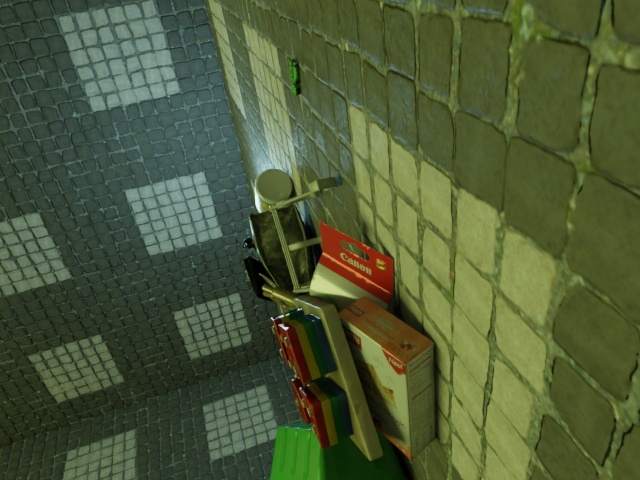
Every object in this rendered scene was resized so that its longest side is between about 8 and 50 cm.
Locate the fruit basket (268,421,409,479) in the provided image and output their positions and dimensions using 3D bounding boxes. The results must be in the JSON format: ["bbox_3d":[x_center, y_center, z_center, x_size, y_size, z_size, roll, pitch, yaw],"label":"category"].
[{"bbox_3d":[0.053,0.628,1.202,0.392,0.283,0.392,180,90,-65],"label":"fruit basket"}]

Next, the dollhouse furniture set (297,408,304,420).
[{"bbox_3d":[0.055,0.671,1.827,0.242,0.161,0.212,46,160,18],"label":"dollhouse furniture set"}]

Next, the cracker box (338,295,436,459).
[{"bbox_3d":[0.110,0.227,0.820,0.156,0.067,0.232,31,139,46],"label":"cracker box"}]

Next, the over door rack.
[{"bbox_3d":[0.000,0.000,1.124,0.324,0.108,0.239,-13,95,66],"label":"over door rack"}]

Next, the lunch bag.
[{"bbox_3d":[-0.098,0.069,1.475,0.235,0.169,0.287,82,170,-75],"label":"lunch bag"}]

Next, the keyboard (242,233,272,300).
[{"bbox_3d":[-0.194,0.092,1.556,0.317,0.033,0.201,65,-170,-79],"label":"keyboard"}]

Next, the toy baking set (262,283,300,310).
[{"bbox_3d":[-0.036,0.181,1.307,0.256,0.030,0.197,17,163,35],"label":"toy baking set"}]

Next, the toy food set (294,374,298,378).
[{"bbox_3d":[-0.044,0.505,1.988,0.232,0.111,0.104,-51,-49,-64],"label":"toy food set"}]

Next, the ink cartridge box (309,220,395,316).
[{"bbox_3d":[0.053,0.096,0.904,0.181,0.056,0.224,29,142,38],"label":"ink cartridge box"}]

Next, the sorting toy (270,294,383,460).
[{"bbox_3d":[-0.008,0.240,0.893,0.257,0.089,0.255,170,82,-76],"label":"sorting toy"}]

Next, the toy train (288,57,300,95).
[{"bbox_3d":[-0.054,-0.352,1.072,0.023,0.017,0.083,53,159,37],"label":"toy train"}]

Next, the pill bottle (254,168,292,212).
[{"bbox_3d":[-0.154,-0.142,1.621,0.208,0.118,0.117,111,142,-72],"label":"pill bottle"}]
